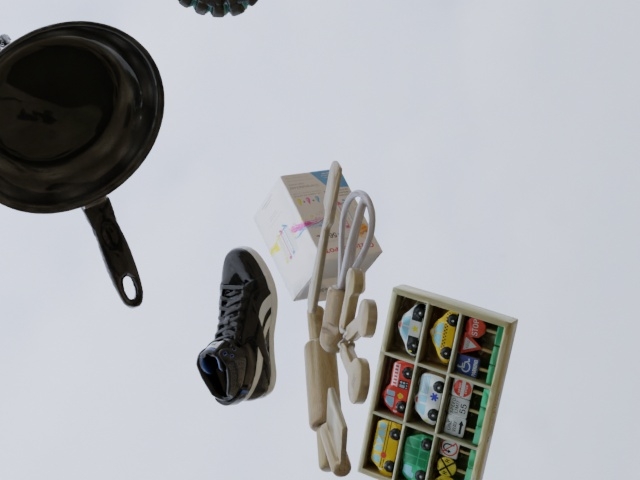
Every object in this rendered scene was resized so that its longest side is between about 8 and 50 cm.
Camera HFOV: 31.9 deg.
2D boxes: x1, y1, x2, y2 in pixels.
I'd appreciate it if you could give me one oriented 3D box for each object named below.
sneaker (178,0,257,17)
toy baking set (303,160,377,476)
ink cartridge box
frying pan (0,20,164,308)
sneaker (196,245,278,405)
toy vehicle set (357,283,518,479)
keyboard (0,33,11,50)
[{"bbox_3d":[-0.156,-0.297,0.883,0.283,0.110,0.122,41,-152,-23],"label":"sneaker"},{"bbox_3d":[0.020,0.067,0.948,0.197,0.030,0.256,111,159,-47],"label":"toy baking set"},{"bbox_3d":[0.000,0.000,1.335,0.092,0.090,0.143,-10,-119,-35],"label":"ink cartridge box"},{"bbox_3d":[-0.209,-0.083,1.076,0.197,0.053,0.326,-43,-41,-1],"label":"frying pan"},{"bbox_3d":[-0.119,0.118,1.528,0.121,0.079,0.217,-7,-90,-58],"label":"sneaker"},{"bbox_3d":[0.152,0.207,1.478,0.035,0.166,0.267,-15,-63,-63],"label":"toy vehicle set"},{"bbox_3d":[-0.393,-0.213,1.075,0.201,0.317,0.033,28,-75,-20],"label":"keyboard"}]
